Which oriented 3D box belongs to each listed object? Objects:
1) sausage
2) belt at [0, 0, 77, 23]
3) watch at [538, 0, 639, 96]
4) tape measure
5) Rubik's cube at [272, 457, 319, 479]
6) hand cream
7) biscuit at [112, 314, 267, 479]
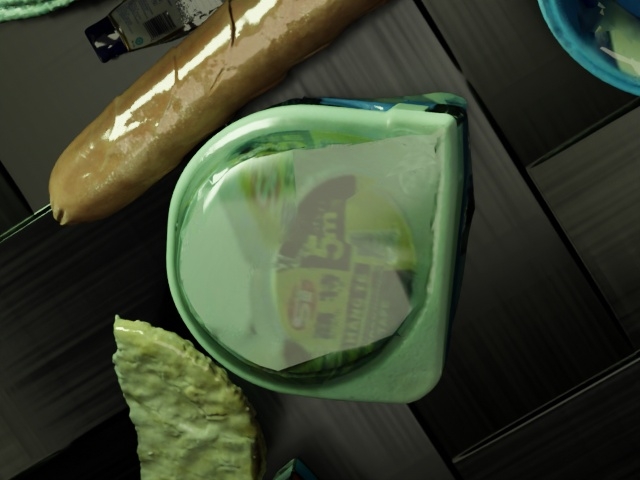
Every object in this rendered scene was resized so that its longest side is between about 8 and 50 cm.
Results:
[{"bbox_3d":[-0.071,-0.157,1.203,0.433,0.088,0.088,-37,97,10],"label":"sausage"},{"bbox_3d":[-0.272,-0.281,1.151,0.295,0.160,0.206,6,102,3],"label":"belt"},{"bbox_3d":[0.300,-0.212,1.112,0.275,0.241,0.305,23,136,-4],"label":"watch"},{"bbox_3d":[0.002,0.000,1.205,0.262,0.138,0.259,4,101,3],"label":"tape measure"},{"bbox_3d":[-0.032,0.318,1.266,0.151,0.154,0.155,45,102,-6],"label":"Rubik's cube"},{"bbox_3d":[-0.129,-0.208,1.224,0.163,0.039,0.062,-28,98,4],"label":"hand cream"},{"bbox_3d":[-0.111,0.175,1.248,0.133,0.032,0.250,7,127,17],"label":"biscuit"}]
